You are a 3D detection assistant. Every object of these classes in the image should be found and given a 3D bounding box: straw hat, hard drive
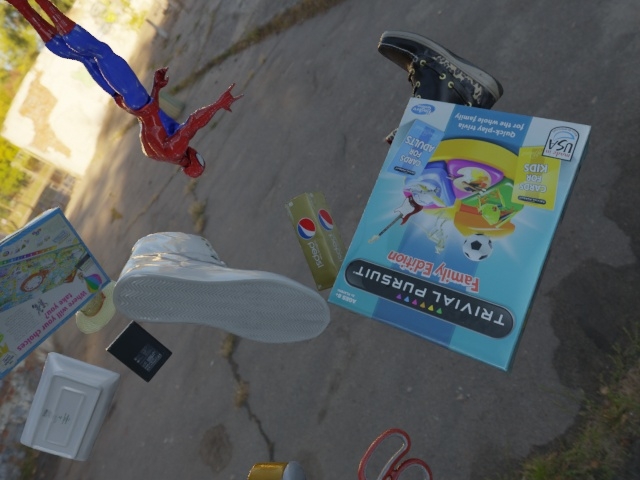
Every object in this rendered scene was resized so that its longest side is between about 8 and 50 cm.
[{"bbox_3d":[-0.558,0.146,1.208,0.145,0.061,0.144,-13,55,19],"label":"straw hat"},{"bbox_3d":[-0.459,0.282,1.272,0.094,0.135,0.022,-53,22,-26],"label":"hard drive"}]

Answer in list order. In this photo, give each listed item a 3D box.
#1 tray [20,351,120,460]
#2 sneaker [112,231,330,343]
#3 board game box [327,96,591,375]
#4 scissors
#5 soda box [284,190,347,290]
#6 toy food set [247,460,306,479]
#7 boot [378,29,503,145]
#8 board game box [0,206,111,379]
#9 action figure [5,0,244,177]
[{"bbox_3d":[-0.519,0.355,1.025,0.270,0.145,0.030,-62,13,22],"label":"tray"},{"bbox_3d":[-0.135,0.055,0.733,0.169,0.293,0.108,-116,43,-63],"label":"sneaker"},{"bbox_3d":[0.192,-0.020,0.705,0.254,0.079,0.335,18,80,28],"label":"board game box"},{"bbox_3d":[0.050,0.413,0.727,0.297,0.109,0.021,-43,-6,-20],"label":"scissors"},{"bbox_3d":[0.000,0.000,0.950,0.058,0.061,0.181,-26,84,33],"label":"soda box"},{"bbox_3d":[-0.015,0.266,0.327,0.105,0.111,0.232,-8,55,18],"label":"toy food set"},{"bbox_3d":[0.274,-0.392,1.402,0.284,0.378,0.138,-58,-9,4],"label":"boot"},{"bbox_3d":[-0.302,0.049,0.510,0.026,0.103,0.154,-9,29,31],"label":"board game box"},{"bbox_3d":[-0.206,-0.202,0.593,0.092,0.280,0.139,12,56,42],"label":"action figure"}]
